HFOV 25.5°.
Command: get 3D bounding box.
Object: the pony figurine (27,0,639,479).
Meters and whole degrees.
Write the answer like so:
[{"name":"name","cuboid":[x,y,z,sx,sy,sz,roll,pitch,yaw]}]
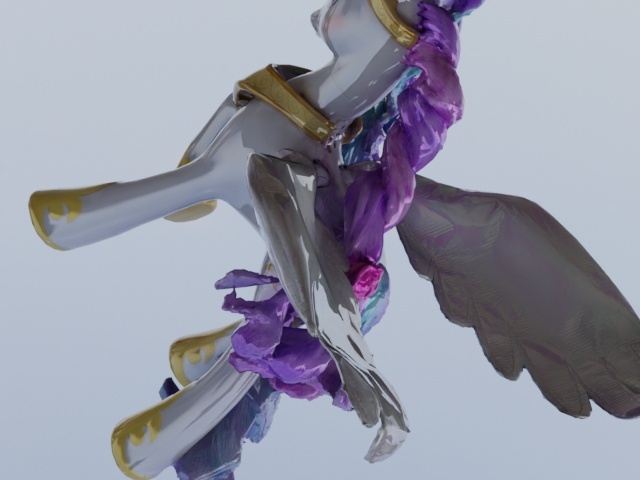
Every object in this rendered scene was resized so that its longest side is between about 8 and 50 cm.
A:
[{"name":"pony figurine","cuboid":[0.000,0.000,0.857,0.302,0.363,0.351,7,-128,-48]}]
